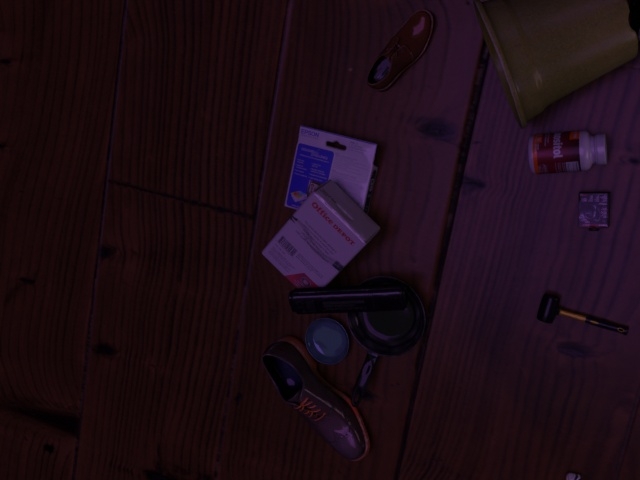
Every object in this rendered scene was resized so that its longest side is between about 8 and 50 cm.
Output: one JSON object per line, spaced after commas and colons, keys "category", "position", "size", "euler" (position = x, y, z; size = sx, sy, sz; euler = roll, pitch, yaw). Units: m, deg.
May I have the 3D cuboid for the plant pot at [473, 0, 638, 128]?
{"category": "plant pot", "position": [0.470, -0.395, 1.517], "size": [0.254, 0.276, 0.276], "euler": [-20, 89, 14]}

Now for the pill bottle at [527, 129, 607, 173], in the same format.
{"category": "pill bottle", "position": [0.516, -0.186, 1.604], "size": [0.152, 0.086, 0.086], "euler": [-3, 97, 24]}

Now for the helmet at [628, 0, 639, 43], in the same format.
{"category": "helmet", "position": [0.653, -0.455, 1.462], "size": [0.170, 0.169, 0.161], "euler": [3, 115, 23]}

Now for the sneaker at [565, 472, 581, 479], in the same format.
{"category": "sneaker", "position": [0.572, 0.563, 1.721], "size": [0.037, 0.032, 0.083], "euler": [-5, 96, 25]}

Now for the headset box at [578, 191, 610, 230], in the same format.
{"category": "headset box", "position": [0.579, -0.061, 1.624], "size": [0.062, 0.032, 0.083], "euler": [1, 99, 24]}

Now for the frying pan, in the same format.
{"category": "frying pan", "position": [0.162, 0.243, 1.844], "size": [0.197, 0.053, 0.326], "euler": [-1, 99, 23]}

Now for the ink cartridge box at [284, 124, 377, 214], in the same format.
{"category": "ink cartridge box", "position": [0.029, -0.155, 1.846], "size": [0.206, 0.045, 0.208], "euler": [18, 107, 21]}

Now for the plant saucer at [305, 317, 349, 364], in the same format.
{"category": "plant saucer", "position": [0.020, 0.250, 1.924], "size": [0.119, 0.021, 0.119], "euler": [4, 99, 23]}

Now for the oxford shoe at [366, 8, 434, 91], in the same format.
{"category": "oxford shoe", "position": [0.179, -0.426, 1.725], "size": [0.076, 0.076, 0.212], "euler": [41, 110, 15]}

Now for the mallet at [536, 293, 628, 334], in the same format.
{"category": "mallet", "position": [0.570, 0.160, 1.664], "size": [0.190, 0.039, 0.062], "euler": [9, 99, 18]}

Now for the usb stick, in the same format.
{"category": "usb stick", "position": [0.065, 0.137, 1.791], "size": [0.278, 0.045, 0.077], "euler": [-4, 135, 12]}

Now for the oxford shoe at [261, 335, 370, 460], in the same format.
{"category": "oxford shoe", "position": [-0.022, 0.409, 1.905], "size": [0.130, 0.133, 0.363], "euler": [-45, 79, 22]}

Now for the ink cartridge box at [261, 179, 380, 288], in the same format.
{"category": "ink cartridge box", "position": [0.000, 0.000, 1.817], "size": [0.172, 0.100, 0.237], "euler": [45, 125, 3]}
